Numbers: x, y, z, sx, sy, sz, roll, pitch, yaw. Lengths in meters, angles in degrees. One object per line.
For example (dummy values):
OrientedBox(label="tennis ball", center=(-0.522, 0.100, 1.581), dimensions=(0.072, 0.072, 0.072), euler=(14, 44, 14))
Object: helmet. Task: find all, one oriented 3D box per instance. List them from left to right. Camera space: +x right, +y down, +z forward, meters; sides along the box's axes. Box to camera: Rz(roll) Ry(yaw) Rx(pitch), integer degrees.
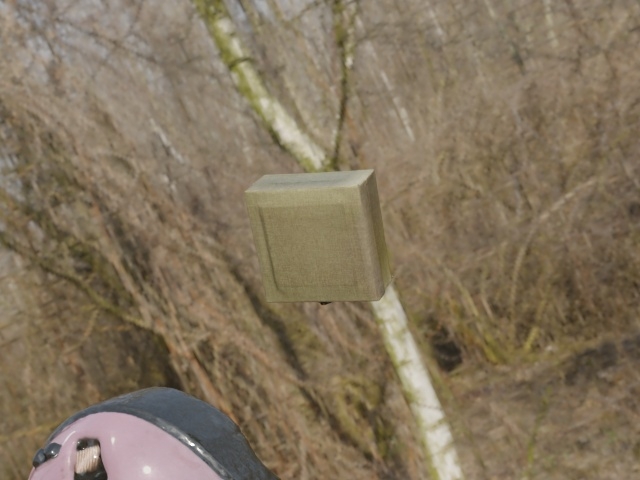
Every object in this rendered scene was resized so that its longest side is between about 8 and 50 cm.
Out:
OrientedBox(label="helmet", center=(-0.106, 0.229, 0.677), dimensions=(0.198, 0.253, 0.154), euler=(-31, -5, 30))

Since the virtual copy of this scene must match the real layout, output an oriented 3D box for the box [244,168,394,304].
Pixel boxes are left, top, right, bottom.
OrientedBox(label="box", center=(0.000, 0.000, 0.633), dimensions=(0.079, 0.083, 0.035), euler=(-1, 22, 22))
